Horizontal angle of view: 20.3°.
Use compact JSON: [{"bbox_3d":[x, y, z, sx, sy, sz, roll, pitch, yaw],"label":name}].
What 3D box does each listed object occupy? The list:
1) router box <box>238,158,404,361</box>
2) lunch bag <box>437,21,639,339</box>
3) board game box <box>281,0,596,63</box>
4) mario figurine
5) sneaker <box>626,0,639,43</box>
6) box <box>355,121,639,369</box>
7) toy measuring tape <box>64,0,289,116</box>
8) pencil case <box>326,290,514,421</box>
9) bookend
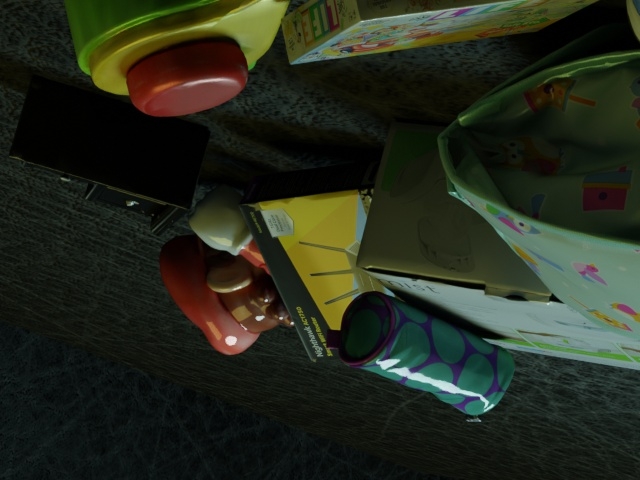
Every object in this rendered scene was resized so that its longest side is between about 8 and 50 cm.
[{"bbox_3d":[0.026,0.019,1.497,0.133,0.046,0.179,-7,126,26],"label":"router box"},{"bbox_3d":[0.221,-0.026,1.073,0.262,0.160,0.223,2,165,23],"label":"lunch bag"},{"bbox_3d":[0.069,-0.125,0.938,0.154,0.026,0.103,-10,177,-21],"label":"board game box"},{"bbox_3d":[0.000,0.000,1.635,0.320,0.170,0.198,-3,126,23],"label":"mario figurine"},{"bbox_3d":[0.247,-0.105,0.854,0.211,0.080,0.081,9,170,18],"label":"sneaker"},{"bbox_3d":[0.194,0.015,1.360,0.262,0.127,0.231,8,166,27],"label":"box"},{"bbox_3d":[-0.076,-0.146,0.951,0.121,0.121,0.330,15,163,-6],"label":"toy measuring tape"},{"bbox_3d":[0.081,0.090,1.395,0.070,0.064,0.151,-14,150,43],"label":"pencil case"},{"bbox_3d":[-0.191,-0.069,1.543,0.157,0.072,0.156,17,168,-12],"label":"bookend"}]
